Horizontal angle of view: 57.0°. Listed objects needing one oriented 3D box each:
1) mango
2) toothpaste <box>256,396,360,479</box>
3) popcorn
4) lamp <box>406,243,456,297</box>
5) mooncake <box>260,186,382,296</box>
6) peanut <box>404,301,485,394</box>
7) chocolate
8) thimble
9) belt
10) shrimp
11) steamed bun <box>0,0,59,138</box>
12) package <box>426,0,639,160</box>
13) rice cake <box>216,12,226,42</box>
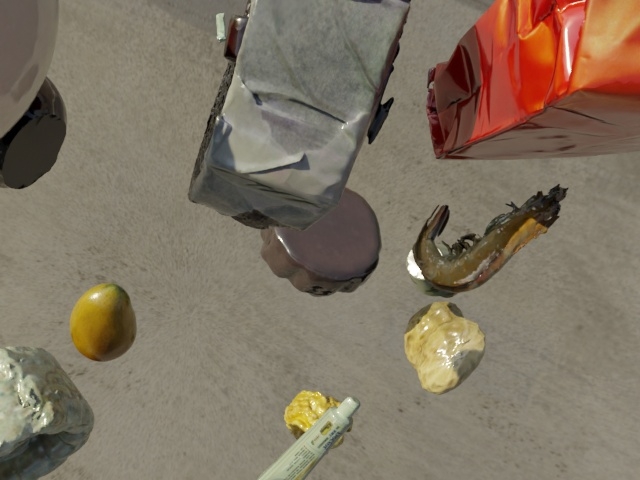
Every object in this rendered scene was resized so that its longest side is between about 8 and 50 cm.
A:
[{"bbox_3d":[-0.380,0.141,1.025,0.111,0.089,0.163,-10,129,-13],"label":"mango"},{"bbox_3d":[-0.017,0.347,0.983,0.067,0.037,0.255,33,112,-10],"label":"toothpaste"},{"bbox_3d":[-0.001,0.488,1.614,0.163,0.194,0.140,-25,115,-23],"label":"popcorn"},{"bbox_3d":[0.264,0.072,1.326,0.121,0.215,0.121,-9,69,25],"label":"lamp"},{"bbox_3d":[0.000,0.000,1.352,0.283,0.141,0.283,10,54,-14],"label":"mooncake"},{"bbox_3d":[0.287,0.249,1.409,0.110,0.233,0.196,34,100,-23],"label":"peanut"},{"bbox_3d":[-0.334,-0.130,0.599,0.133,0.124,0.127,33,100,3],"label":"chocolate"},{"bbox_3d":[-0.577,0.331,1.070,0.291,0.291,0.195,-39,71,-14],"label":"thimble"},{"bbox_3d":[-0.009,-0.144,0.524,0.164,0.184,0.289,17,104,-16],"label":"belt"},{"bbox_3d":[0.182,-0.017,0.664,0.178,0.124,0.034,-43,131,1],"label":"shrimp"},{"bbox_3d":[-0.338,-0.147,0.375,0.310,0.309,0.309,2,82,-12],"label":"steamed bun"},{"bbox_3d":[0.219,-0.139,0.500,0.196,0.423,0.123,1,92,-4],"label":"package"},{"bbox_3d":[-0.252,-0.542,1.500,0.022,0.021,0.121,-16,50,6],"label":"rice cake"}]
